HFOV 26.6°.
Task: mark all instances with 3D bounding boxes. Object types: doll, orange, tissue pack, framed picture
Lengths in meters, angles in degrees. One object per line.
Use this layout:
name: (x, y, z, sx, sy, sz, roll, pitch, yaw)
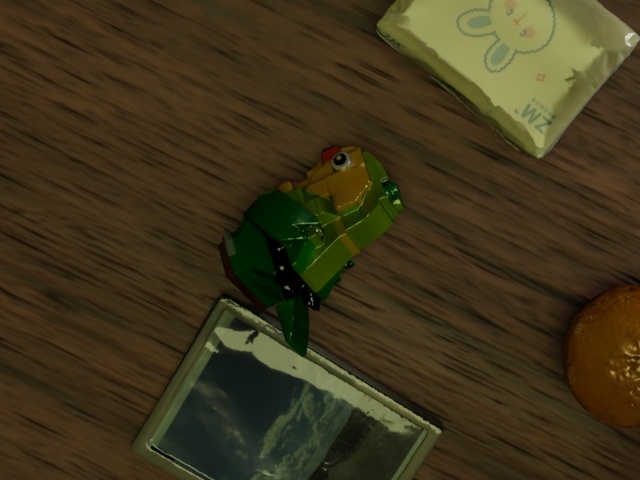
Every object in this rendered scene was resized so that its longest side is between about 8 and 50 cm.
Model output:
doll: (-0.006, -0.004, 1.253, 0.186, 0.106, 0.134, -49, 52, -7)
orange: (0.291, 0.108, 1.257, 0.135, 0.117, 0.136, 1, 96, 9)
tissue pack: (0.167, -0.187, 1.230, 0.196, 0.092, 0.148, 39, 97, -4)
framed picture: (-0.033, 0.192, 1.334, 0.260, 0.023, 0.189, 31, 101, -3)
